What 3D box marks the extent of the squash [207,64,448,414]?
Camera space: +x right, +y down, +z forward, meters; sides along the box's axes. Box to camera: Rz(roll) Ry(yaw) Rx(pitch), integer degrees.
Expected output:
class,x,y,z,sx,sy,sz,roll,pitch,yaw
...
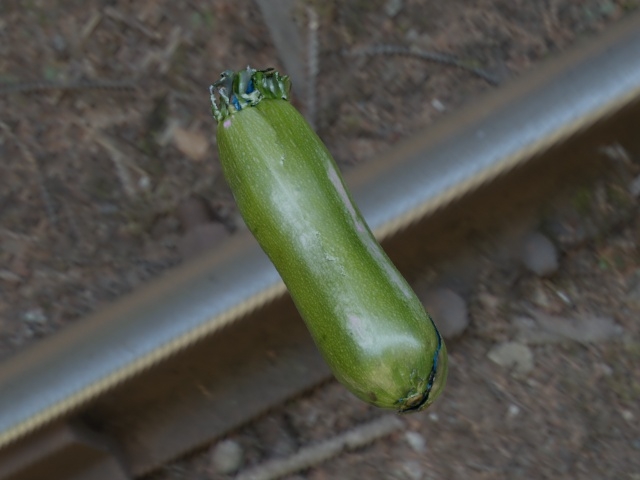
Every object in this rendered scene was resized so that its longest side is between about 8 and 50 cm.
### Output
class,x,y,z,sx,sy,sz,roll,pitch,yaw
squash,0.000,0.000,0.850,0.052,0.052,0.183,-35,67,12
